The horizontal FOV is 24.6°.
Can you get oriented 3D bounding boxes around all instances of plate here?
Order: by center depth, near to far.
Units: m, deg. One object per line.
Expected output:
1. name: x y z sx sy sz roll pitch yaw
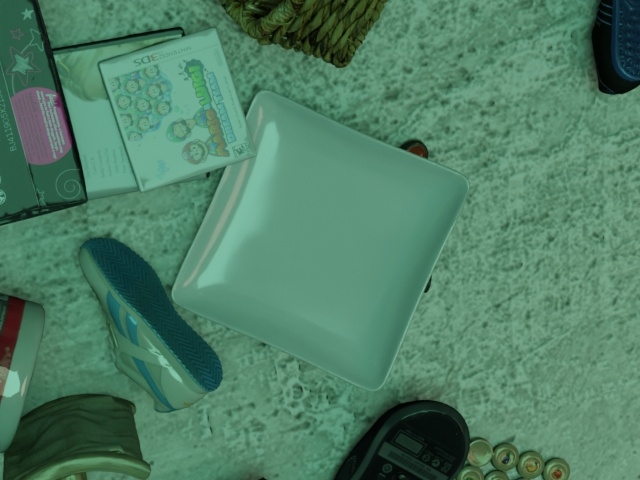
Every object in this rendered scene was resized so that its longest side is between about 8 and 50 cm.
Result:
1. plate: 0.000 0.000 1.732 0.278 0.045 0.277 24 93 6

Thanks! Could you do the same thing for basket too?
1. basket: -0.014 -0.357 1.567 0.223 0.213 0.299 21 127 -14

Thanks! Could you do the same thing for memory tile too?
1. memory tile: 0.241 0.317 1.877 0.148 0.012 0.113 16 95 -12

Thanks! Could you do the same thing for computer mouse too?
1. computer mouse: 0.073 0.295 1.818 0.188 0.072 0.272 36 103 -16

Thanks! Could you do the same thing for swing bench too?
1. swing bench: -0.296 0.317 1.651 0.165 0.253 0.255 8 97 -12

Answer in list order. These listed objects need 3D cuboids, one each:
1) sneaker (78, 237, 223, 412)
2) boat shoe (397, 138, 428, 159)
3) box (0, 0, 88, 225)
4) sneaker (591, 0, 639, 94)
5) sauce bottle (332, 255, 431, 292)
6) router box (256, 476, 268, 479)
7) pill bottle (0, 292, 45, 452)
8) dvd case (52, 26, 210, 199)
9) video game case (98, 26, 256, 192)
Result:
1. sneaker: -0.216 0.101 1.716 0.092 0.087 0.229 -35 90 30
2. boat shoe: 0.089 -0.061 1.772 0.049 0.043 0.137 34 90 -12
3. box: -0.361 -0.146 1.601 0.163 0.142 0.247 -15 99 -7
4. sneaker: 0.368 -0.289 1.776 0.081 0.090 0.232 13 75 -11
5. sauce bottle: 0.072 0.037 1.785 0.128 0.042 0.042 11 97 -11
6. router box: -0.119 0.381 1.756 0.179 0.046 0.133 -26 68 3
7. pill bottle: -0.479 0.117 1.624 0.318 0.176 0.176 15 96 -13
8. dvd case: -0.267 -0.138 1.702 0.253 0.022 0.180 -11 101 -8
9. video game case: -0.164 -0.150 1.692 0.143 0.019 0.157 -18 97 -6
